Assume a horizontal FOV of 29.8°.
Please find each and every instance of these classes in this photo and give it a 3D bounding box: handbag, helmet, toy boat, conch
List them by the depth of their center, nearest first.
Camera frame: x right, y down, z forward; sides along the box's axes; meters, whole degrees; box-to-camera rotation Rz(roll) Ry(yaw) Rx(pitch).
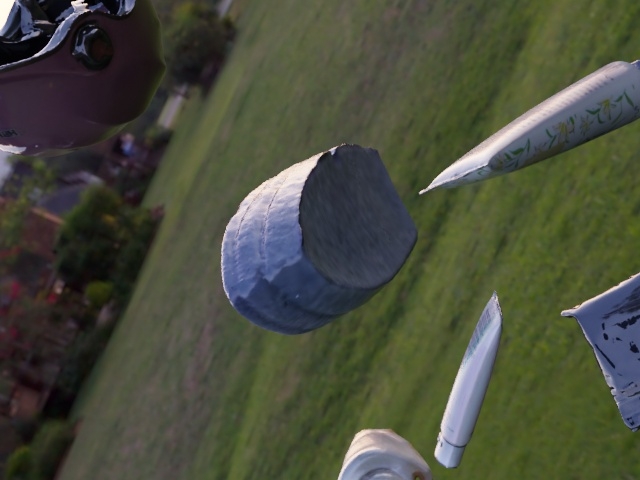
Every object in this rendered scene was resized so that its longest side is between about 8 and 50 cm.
[{"bbox_3d":[0.000,0.000,0.964,0.078,0.127,0.283,-25,4,22],"label":"toy boat"},{"bbox_3d":[0.073,0.280,1.436,0.104,0.094,0.176,-44,1,9],"label":"conch"},{"bbox_3d":[-0.337,-0.213,1.559,0.271,0.197,0.338,-2,36,33],"label":"helmet"},{"bbox_3d":[0.513,0.133,1.750,0.254,0.211,0.088,-31,-16,9],"label":"handbag"}]

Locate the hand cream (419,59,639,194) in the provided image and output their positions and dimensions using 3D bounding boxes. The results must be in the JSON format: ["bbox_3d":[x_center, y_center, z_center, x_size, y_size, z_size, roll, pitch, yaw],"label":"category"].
[{"bbox_3d":[0.151,-0.071,0.780,0.194,0.042,0.067,-28,8,-30],"label":"hand cream"}]

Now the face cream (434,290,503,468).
[{"bbox_3d":[0.093,0.087,0.738,0.038,0.020,0.115,-88,10,-66],"label":"face cream"}]
